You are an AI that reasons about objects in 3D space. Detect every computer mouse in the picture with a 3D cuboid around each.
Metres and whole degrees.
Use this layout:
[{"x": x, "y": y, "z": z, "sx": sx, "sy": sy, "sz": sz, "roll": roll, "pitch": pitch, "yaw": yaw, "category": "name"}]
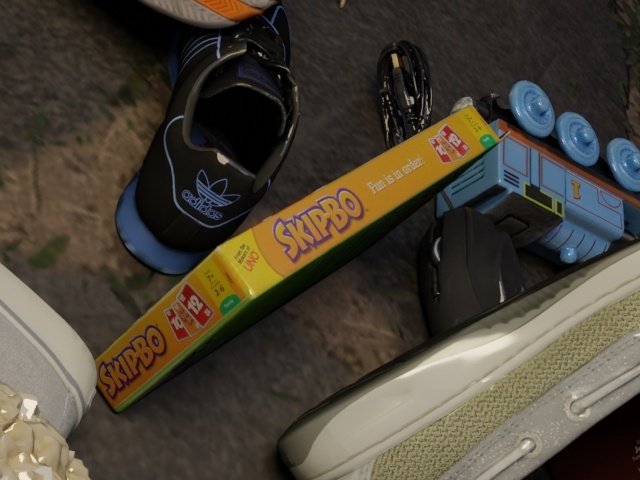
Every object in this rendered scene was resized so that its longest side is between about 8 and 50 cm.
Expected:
[{"x": 0.071, "y": -0.023, "z": 0.810, "sx": 0.041, "sy": 0.071, "sz": 0.242, "roll": -1, "pitch": 60, "yaw": -31, "category": "computer mouse"}]

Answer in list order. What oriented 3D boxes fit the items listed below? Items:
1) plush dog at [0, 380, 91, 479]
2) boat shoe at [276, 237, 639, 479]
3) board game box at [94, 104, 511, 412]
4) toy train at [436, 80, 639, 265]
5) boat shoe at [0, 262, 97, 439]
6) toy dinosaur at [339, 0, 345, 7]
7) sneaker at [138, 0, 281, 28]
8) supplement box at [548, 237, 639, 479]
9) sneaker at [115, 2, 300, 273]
[{"x": -0.155, "y": 0.105, "z": 0.381, "sx": 0.262, "sy": 0.225, "sz": 0.211, "roll": 38, "pitch": 42, "yaw": -15, "category": "plush dog"}, {"x": 0.138, "y": 0.068, "z": 0.657, "sx": 0.103, "sy": 0.320, "sz": 0.118, "roll": 63, "pitch": -3, "yaw": 3, "category": "boat shoe"}, {"x": 0.000, "y": 0.000, "z": 0.681, "sx": 0.259, "sy": 0.124, "sz": 0.039, "roll": -28, "pitch": 81, "yaw": -49, "category": "board game box"}, {"x": 0.161, "y": -0.034, "z": 0.895, "sx": 0.184, "sy": 0.080, "sz": 0.105, "roll": 25, "pitch": 55, "yaw": -30, "category": "toy train"}, {"x": -0.193, "y": 0.020, "z": 0.524, "sx": 0.227, "sy": 0.079, "sz": 0.081, "roll": 42, "pitch": 37, "yaw": -15, "category": "boat shoe"}, {"x": 0.031, "y": -0.275, "z": 0.964, "sx": 0.112, "sy": 0.064, "sz": 0.211, "roll": 44, "pitch": 41, "yaw": -9, "category": "toy dinosaur"}, {"x": -0.141, "y": -0.242, "z": 0.757, "sx": 0.321, "sy": 0.125, "sz": 0.180, "roll": 36, "pitch": 24, "yaw": -4, "category": "sneaker"}, {"x": 0.244, "y": 0.101, "z": 0.776, "sx": 0.129, "sy": 0.191, "sz": 0.194, "roll": 13, "pitch": 53, "yaw": -37, "category": "supplement box"}, {"x": -0.045, "y": -0.086, "z": 0.730, "sx": 0.081, "sy": 0.090, "sz": 0.232, "roll": 32, "pitch": 44, "yaw": -21, "category": "sneaker"}]
